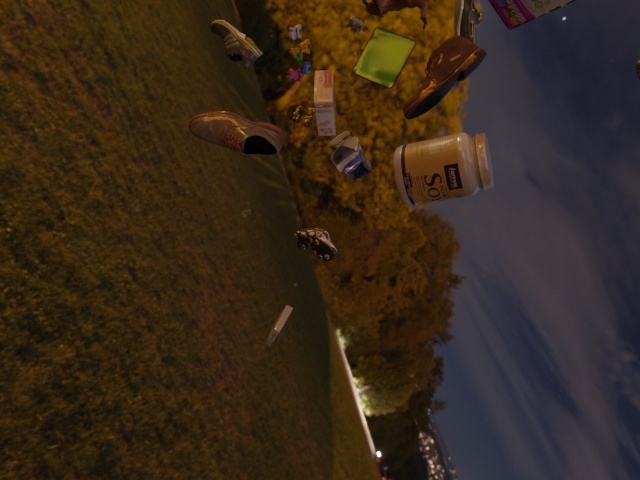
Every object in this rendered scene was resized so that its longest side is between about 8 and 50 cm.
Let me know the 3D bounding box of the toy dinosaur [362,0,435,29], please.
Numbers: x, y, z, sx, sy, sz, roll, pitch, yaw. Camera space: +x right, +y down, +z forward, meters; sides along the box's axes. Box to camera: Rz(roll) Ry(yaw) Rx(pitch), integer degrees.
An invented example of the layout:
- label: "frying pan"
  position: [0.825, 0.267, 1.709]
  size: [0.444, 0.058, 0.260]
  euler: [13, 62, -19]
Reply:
- label: "toy dinosaur"
  position: [0.237, -0.717, 1.330]
  size: [0.127, 0.200, 0.296]
  euler: [-70, -176, -48]

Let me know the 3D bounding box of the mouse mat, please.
- label: "mouse mat"
  position: [0.210, -0.608, 1.628]
  size: [0.152, 0.190, 0.007]
  euler: [27, -4, 13]

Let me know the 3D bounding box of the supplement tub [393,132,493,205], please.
- label: "supplement tub"
  position: [0.462, -0.268, 1.839]
  size: [0.241, 0.331, 0.241]
  euler: [32, 54, -59]

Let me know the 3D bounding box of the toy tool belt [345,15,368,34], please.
- label: "toy tool belt"
  position: [0.143, -0.844, 1.944]
  size: [0.083, 0.051, 0.052]
  euler: [37, 44, -4]

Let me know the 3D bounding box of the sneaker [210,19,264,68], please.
- label: "sneaker"
  position: [-0.397, -0.880, 2.192]
  size: [0.300, 0.121, 0.111]
  euler: [39, 3, 21]

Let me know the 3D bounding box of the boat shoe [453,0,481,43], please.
- label: "boat shoe"
  position: [0.532, -0.783, 1.779]
  size: [0.109, 0.091, 0.305]
  euler: [-79, 168, -63]

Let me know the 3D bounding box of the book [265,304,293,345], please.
- label: "book"
  position: [-0.136, 0.282, 1.608]
  size: [0.096, 0.035, 0.144]
  euler: [-61, -179, -35]

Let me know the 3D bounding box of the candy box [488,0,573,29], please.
- label: "candy box"
  position: [0.697, -0.816, 1.610]
  size: [0.159, 0.233, 0.071]
  euler: [32, 64, -35]

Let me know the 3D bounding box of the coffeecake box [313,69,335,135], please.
- label: "coffeecake box"
  position: [0.018, -0.486, 1.745]
  size: [0.185, 0.068, 0.142]
  euler: [79, 12, -65]

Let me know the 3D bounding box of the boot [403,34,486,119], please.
- label: "boot"
  position: [0.343, -0.486, 1.463]
  size: [0.115, 0.305, 0.112]
  euler: [47, -5, 10]

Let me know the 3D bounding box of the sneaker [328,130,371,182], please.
- label: "sneaker"
  position: [0.135, -0.310, 1.920]
  size: [0.182, 0.127, 0.315]
  euler: [51, 14, -22]

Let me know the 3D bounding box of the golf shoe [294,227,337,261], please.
- label: "golf shoe"
  position: [0.000, 0.000, 2.032]
  size: [0.273, 0.120, 0.105]
  euler: [28, -43, 52]

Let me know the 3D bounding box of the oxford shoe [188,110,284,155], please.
- label: "oxford shoe"
  position: [-0.307, -0.381, 1.766]
  size: [0.130, 0.348, 0.123]
  euler: [-89, -173, -54]

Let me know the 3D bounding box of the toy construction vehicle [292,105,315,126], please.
- label: "toy construction vehicle"
  position: [-0.063, -0.476, 1.865]
  size: [0.035, 0.085, 0.098]
  euler: [57, 48, -47]

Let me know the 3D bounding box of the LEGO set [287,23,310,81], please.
- label: "LEGO set"
  position: [-0.099, -0.767, 2.029]
  size: [0.087, 0.093, 0.227]
  euler: [29, -50, 42]

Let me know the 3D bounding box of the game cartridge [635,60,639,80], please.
- label: "game cartridge"
  position: [1.068, -0.554, 1.609]
  size: [0.083, 0.017, 0.056]
  euler: [43, 0, -38]
